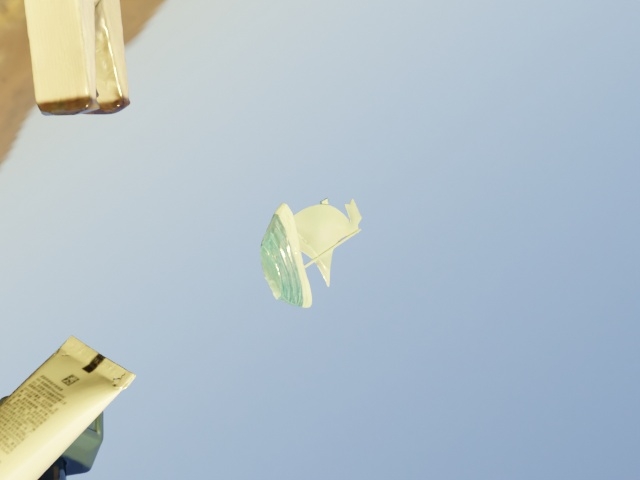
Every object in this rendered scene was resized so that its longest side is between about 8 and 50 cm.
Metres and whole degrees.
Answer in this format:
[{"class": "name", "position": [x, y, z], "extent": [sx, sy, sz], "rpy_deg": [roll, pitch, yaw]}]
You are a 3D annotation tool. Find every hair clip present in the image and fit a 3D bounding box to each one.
[{"class": "hair clip", "position": [-0.250, -0.289, 1.485], "extent": [0.085, 0.331, 0.101], "rpy_deg": [-3, -177, 29]}]

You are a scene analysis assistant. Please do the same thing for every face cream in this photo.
[{"class": "face cream", "position": [-0.243, 0.169, 1.080], "extent": [0.244, 0.058, 0.092], "rpy_deg": [-46, -139, -19]}]

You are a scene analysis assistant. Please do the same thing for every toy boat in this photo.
[{"class": "toy boat", "position": [-0.008, -0.005, 1.479], "extent": [0.034, 0.105, 0.149], "rpy_deg": [7, -131, 44]}]

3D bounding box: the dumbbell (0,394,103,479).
[{"class": "dumbbell", "position": [-0.347, 0.348, 1.879], "extent": [0.156, 0.144, 0.316], "rpy_deg": [-12, -129, 4]}]
